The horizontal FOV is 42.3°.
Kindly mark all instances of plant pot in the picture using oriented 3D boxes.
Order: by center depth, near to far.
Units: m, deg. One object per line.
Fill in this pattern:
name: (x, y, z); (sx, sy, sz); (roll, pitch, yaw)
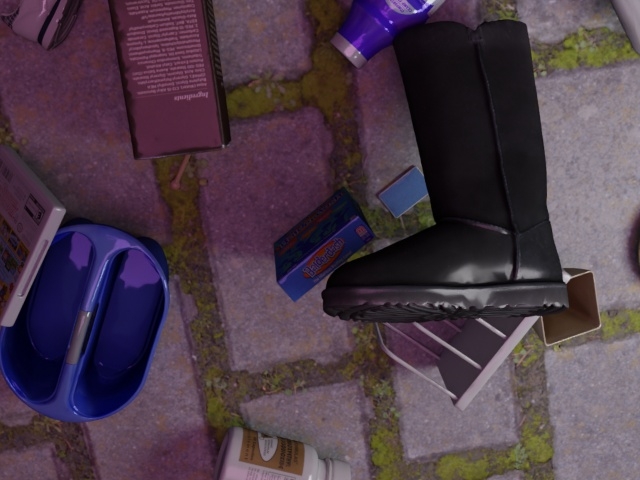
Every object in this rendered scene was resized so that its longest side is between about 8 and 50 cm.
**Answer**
plant pot: (0.408, 0.103, 1.438); (0.109, 0.096, 0.109); (-17, 108, -11)

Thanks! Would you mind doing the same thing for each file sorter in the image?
file sorter: (0.239, 0.096, 1.381); (0.173, 0.193, 0.278); (35, 100, -10)

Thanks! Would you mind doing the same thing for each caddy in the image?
caddy: (-0.379, 0.126, 1.342); (0.241, 0.179, 0.341); (17, 104, -10)

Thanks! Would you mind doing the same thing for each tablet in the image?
tablet: (0.146, -0.083, 1.415); (0.083, 0.006, 0.054); (-38, 106, 7)

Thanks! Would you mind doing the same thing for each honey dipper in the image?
honey dipper: (-0.211, -0.153, 1.353); (0.030, 0.030, 0.161); (22, 105, -11)

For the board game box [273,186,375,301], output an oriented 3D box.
board game box: (0.000, 0.000, 1.320); (0.160, 0.210, 0.047); (-40, 104, 6)

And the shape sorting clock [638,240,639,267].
shape sorting clock: (0.658, 0.008, 1.466); (0.206, 0.040, 0.206); (-2, 103, -7)

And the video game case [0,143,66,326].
video game case: (-0.489, -0.013, 1.286); (0.026, 0.227, 0.206); (15, 108, -48)

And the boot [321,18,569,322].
boot: (0.162, -0.111, 1.197); (0.366, 0.146, 0.445); (1, 76, -20)

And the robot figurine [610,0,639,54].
robot figurine: (0.581, -0.409, 1.256); (0.300, 0.200, 0.353); (-35, 106, -5)

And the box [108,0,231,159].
box: (-0.223, -0.317, 1.203); (0.143, 0.191, 0.382); (-9, 99, -2)

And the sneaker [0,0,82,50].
sneaker: (-0.394, -0.407, 1.239); (0.094, 0.090, 0.235); (31, 100, -3)

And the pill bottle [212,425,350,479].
pill bottle: (-0.069, 0.420, 1.477); (0.229, 0.131, 0.131); (16, 104, -9)

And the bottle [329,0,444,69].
bottle: (0.132, -0.391, 1.279); (0.118, 0.092, 0.283); (43, 99, -10)
